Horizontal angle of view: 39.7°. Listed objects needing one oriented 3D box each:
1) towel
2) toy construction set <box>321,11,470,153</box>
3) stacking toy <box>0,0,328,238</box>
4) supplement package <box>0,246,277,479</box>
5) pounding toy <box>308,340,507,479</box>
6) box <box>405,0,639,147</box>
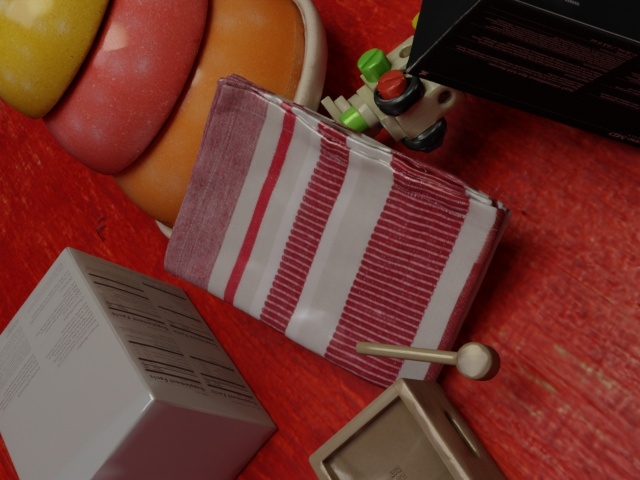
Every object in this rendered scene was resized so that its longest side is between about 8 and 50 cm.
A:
[{"bbox_3d":[0.000,0.000,0.900,0.329,0.037,0.237,27,113,18],"label":"towel"},{"bbox_3d":[0.113,-0.200,0.926,0.327,0.151,0.215,-49,38,14],"label":"toy construction set"},{"bbox_3d":[-0.262,-0.225,1.002,0.351,0.480,0.350,-31,47,40],"label":"stacking toy"},{"bbox_3d":[-0.231,0.183,1.032,0.199,0.198,0.262,-51,49,11],"label":"supplement package"},{"bbox_3d":[0.099,0.173,0.832,0.206,0.094,0.181,-44,60,17],"label":"pounding toy"},{"bbox_3d":[0.227,-0.169,0.724,0.184,0.261,0.103,145,140,-73],"label":"box"}]
